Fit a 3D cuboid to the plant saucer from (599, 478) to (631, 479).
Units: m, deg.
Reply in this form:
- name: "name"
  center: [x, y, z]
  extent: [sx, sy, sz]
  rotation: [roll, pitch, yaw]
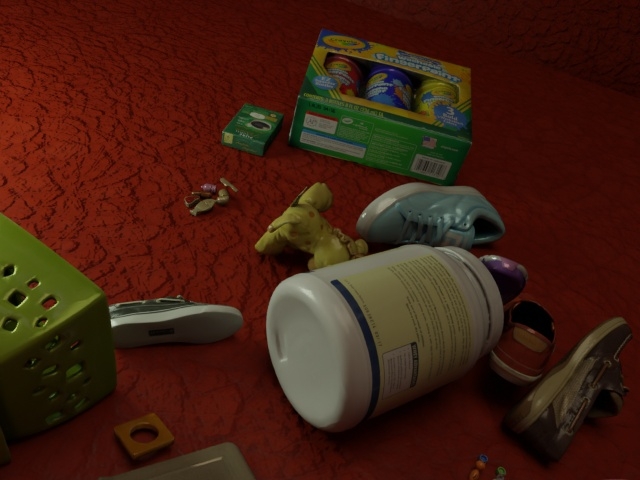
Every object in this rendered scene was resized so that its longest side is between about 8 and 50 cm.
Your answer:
- name: "plant saucer"
  center: [0.438, 0.476, 0.794]
  extent: [0.331, 0.084, 0.332]
  rotation: [10, 37, -8]

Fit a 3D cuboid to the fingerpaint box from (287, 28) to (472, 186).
- name: "fingerpaint box"
  center: [0.172, -0.366, 1.671]
  extent: [0.444, 0.163, 0.371]
  rotation: [15, 45, -1]

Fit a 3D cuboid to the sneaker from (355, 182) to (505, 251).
- name: "sneaker"
  center: [0.255, -0.036, 1.341]
  extent: [0.365, 0.135, 0.150]
  rotation: [-10, 41, -29]

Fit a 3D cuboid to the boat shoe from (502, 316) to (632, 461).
- name: "boat shoe"
  center: [0.456, 0.252, 1.066]
  extent: [0.341, 0.123, 0.123]
  rotation: [-26, 61, -37]

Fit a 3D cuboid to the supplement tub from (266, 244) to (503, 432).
- name: "supplement tub"
  center: [0.104, 0.137, 0.981]
  extent: [0.324, 0.236, 0.235]
  rotation: [-13, 45, -32]

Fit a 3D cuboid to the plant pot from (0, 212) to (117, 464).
- name: "plant pot"
  center: [-0.423, 0.137, 0.811]
  extent: [0.228, 0.227, 0.207]
  rotation: [31, 46, 18]

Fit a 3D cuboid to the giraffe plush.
- name: "giraffe plush"
  center: [0.000, 0.000, 1.192]
  extent: [0.170, 0.210, 0.181]
  rotation: [45, 73, 0]

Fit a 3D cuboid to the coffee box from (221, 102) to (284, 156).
- name: "coffee box"
  center: [-0.170, -0.284, 1.581]
  extent: [0.113, 0.041, 0.184]
  rotation: [16, 37, 2]

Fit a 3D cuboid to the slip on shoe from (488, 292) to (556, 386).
- name: "slip on shoe"
  center: [0.380, 0.155, 1.130]
  extent: [0.123, 0.101, 0.331]
  rotation: [29, 20, 15]

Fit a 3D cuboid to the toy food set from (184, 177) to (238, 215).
- name: "toy food set"
  center: [-0.240, -0.092, 1.331]
  extent: [0.122, 0.019, 0.078]
  rotation: [-30, 55, -34]

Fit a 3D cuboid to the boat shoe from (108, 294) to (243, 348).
- name: "boat shoe"
  center: [-0.237, 0.121, 1.009]
  extent: [0.219, 0.078, 0.070]
  rotation: [-1, 41, -18]

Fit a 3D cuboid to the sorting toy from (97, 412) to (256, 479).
- name: "sorting toy"
  center: [-0.159, 0.342, 0.767]
  extent: [0.195, 0.047, 0.347]
  rotation: [-4, 28, -31]

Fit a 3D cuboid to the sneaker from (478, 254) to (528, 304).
- name: "sneaker"
  center: [0.282, 0.117, 1.097]
  extent: [0.095, 0.236, 0.105]
  rotation: [28, 56, 4]

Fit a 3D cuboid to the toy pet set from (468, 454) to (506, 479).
- name: "toy pet set"
  center: [0.273, 0.363, 0.892]
  extent: [0.122, 0.065, 0.114]
  rotation: [31, 40, 20]
